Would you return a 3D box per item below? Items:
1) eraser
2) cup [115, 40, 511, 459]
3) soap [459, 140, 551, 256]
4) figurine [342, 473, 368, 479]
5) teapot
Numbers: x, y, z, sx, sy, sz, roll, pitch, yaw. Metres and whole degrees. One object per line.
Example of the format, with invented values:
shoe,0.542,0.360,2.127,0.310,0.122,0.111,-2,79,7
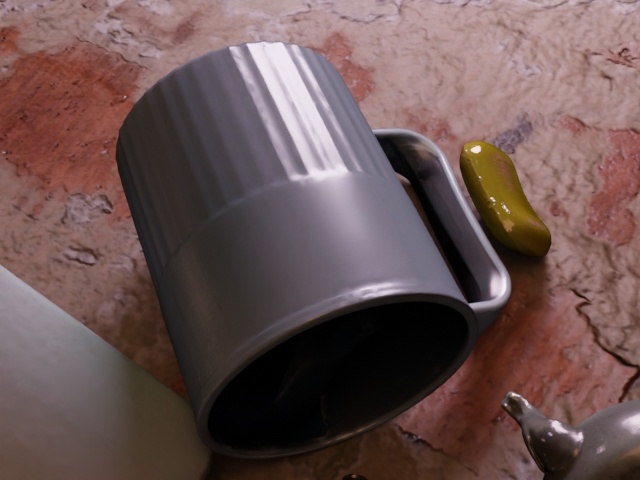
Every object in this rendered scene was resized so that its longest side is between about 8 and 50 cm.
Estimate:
eraser,-0.238,0.164,1.066,0.290,0.104,0.189,41,64,-24
cup,-0.005,-0.010,1.158,0.331,0.257,0.311,-21,59,-6
soap,0.186,-0.041,1.263,0.045,0.089,0.140,-40,56,27
figurine,0.028,0.286,1.095,0.087,0.086,0.149,29,44,-25
teapot,0.283,0.229,1.057,0.294,0.129,0.193,33,100,0
